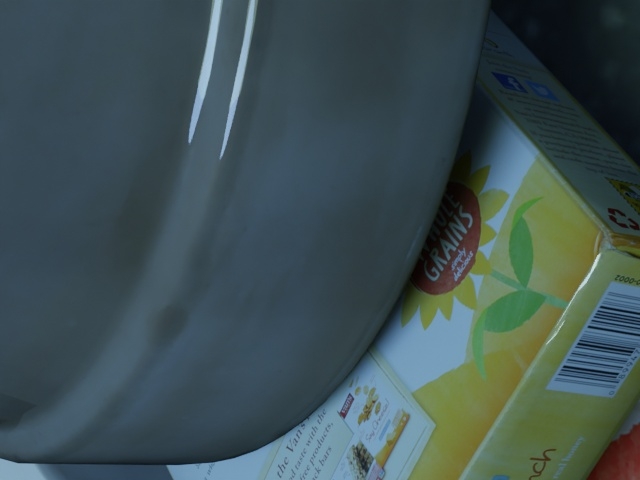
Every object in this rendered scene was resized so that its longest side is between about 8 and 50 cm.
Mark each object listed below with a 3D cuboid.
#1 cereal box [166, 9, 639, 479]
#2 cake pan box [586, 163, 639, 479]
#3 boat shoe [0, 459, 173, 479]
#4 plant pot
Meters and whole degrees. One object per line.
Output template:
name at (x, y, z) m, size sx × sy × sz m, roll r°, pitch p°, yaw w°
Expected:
cereal box at (0.000, 0.000, 0.548) m, size 0.173 × 0.047 × 0.240 m, roll -62°, pitch 39°, yaw 26°
cake pan box at (0.167, 0.093, 0.476) m, size 0.267 × 0.070 × 0.245 m, roll -5°, pitch 99°, yaw 47°
boat shoe at (-0.024, 0.203, 0.633) m, size 0.340 × 0.127 × 0.158 m, roll 52°, pitch 129°, yaw 23°
plant pot at (-0.157, -0.097, 0.482) m, size 0.323 × 0.280 × 0.323 m, roll -6°, pitch 83°, yaw 60°
